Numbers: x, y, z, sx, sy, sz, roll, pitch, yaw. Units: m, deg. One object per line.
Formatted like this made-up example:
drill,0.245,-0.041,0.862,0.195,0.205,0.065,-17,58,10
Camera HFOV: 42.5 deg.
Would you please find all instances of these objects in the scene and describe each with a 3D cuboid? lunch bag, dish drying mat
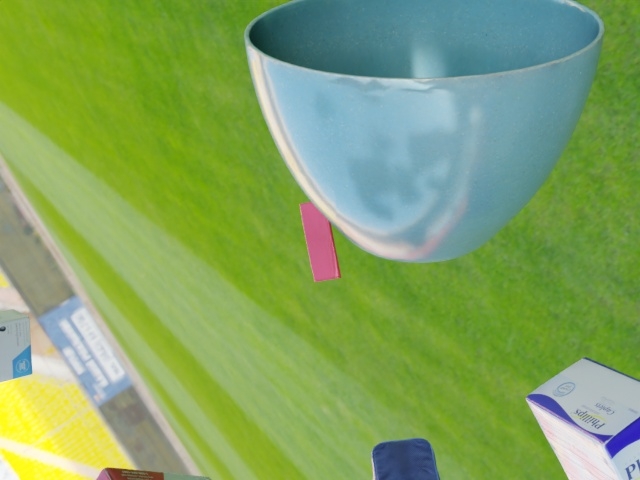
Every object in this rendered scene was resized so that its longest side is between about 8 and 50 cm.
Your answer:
lunch bag,0.088,0.259,0.835,0.098,0.067,0.065,-94,0,-49
dish drying mat,0.000,0.000,0.851,0.032,0.008,0.083,-11,90,31

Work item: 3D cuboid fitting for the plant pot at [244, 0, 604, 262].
plant pot,0.088,-0.097,0.725,0.290,0.290,0.195,35,138,48

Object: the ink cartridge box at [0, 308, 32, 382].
ink cartridge box,-0.259,0.084,0.607,0.028,0.083,0.048,14,108,44

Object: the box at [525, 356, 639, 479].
box,0.256,0.184,0.689,0.137,0.072,0.126,59,171,-12

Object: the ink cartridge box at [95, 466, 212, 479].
ink cartridge box,-0.108,0.271,0.666,0.127,0.072,0.175,27,-170,-49
